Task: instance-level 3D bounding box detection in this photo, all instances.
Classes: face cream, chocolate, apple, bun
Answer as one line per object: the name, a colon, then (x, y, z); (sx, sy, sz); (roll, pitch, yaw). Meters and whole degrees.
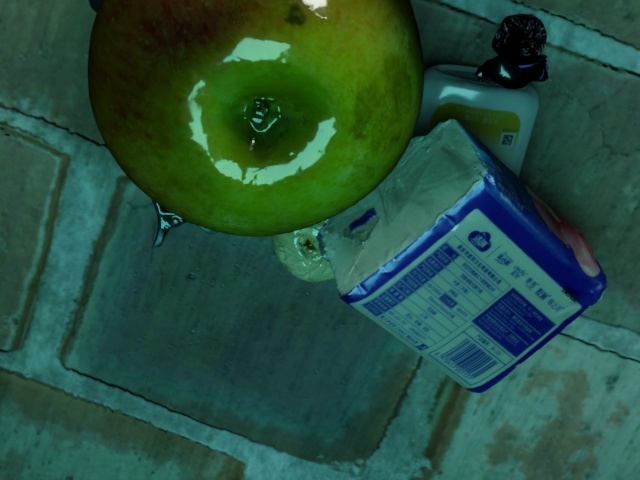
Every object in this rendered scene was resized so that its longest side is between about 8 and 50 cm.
face cream: (0.145, -0.053, 1.557); (0.144, 0.071, 0.291); (10, 117, -10)
chocolate: (0.206, -0.187, 1.447); (0.072, 0.147, 0.070); (-8, 118, 18)
apple: (-0.062, -0.163, 1.358); (0.340, 0.339, 0.339); (3, 116, 5)
bun: (0.000, 0.000, 1.605); (0.115, 0.069, 0.115); (2, 118, 5)

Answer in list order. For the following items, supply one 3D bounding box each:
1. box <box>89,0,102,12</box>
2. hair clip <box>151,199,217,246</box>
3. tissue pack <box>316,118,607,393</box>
box: (-0.122, -0.275, 1.493); (0.201, 0.042, 0.212); (39, 113, -19)
hair clip: (-0.197, -0.122, 1.582); (0.083, 0.048, 0.275); (-12, 113, 17)
tissue pack: (0.151, 0.020, 1.473); (0.209, 0.137, 0.270); (-43, 133, 12)
